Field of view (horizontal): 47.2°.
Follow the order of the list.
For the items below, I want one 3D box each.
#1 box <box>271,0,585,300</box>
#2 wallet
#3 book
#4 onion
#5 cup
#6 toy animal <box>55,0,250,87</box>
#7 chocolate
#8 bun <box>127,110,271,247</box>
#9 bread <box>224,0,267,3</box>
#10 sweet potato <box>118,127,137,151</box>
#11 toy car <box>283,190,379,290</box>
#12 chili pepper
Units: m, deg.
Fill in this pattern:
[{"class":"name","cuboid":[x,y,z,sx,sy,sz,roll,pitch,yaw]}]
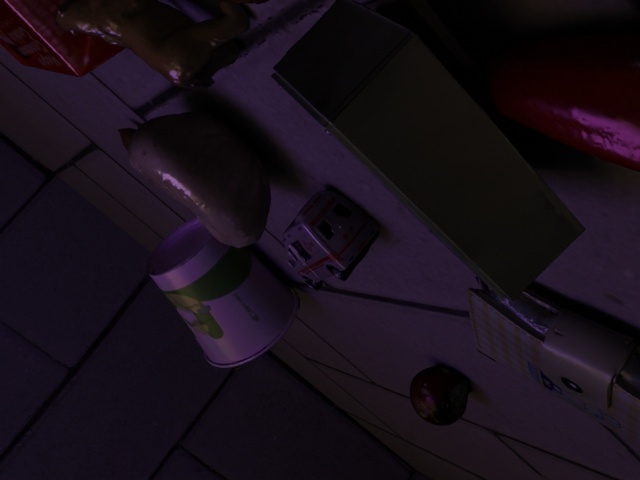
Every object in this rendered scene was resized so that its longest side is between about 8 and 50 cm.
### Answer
[{"class":"box","cuboid":[0.081,-0.066,0.554,0.225,0.086,0.129,40,-172,-33]},{"class":"wallet","cuboid":[0.315,0.154,0.850,0.310,0.077,0.223,29,166,31]},{"class":"book","cuboid":[0.064,-0.158,0.582,0.077,0.014,0.111,43,164,-25]},{"class":"onion","cuboid":[0.223,0.291,1.388,0.119,0.119,0.117,23,127,41]},{"class":"cup","cuboid":[-0.217,0.099,1.584,0.253,0.253,0.274,15,145,55]},{"class":"toy animal","cuboid":[-0.179,-0.224,0.765,0.219,0.101,0.103,33,166,14]},{"class":"chocolate","cuboid":[-0.379,-0.319,0.924,0.238,0.108,0.234,20,159,44]},{"class":"bun","cuboid":[-0.159,-0.098,1.026,0.231,0.133,0.231,37,172,6]},{"class":"bread","cuboid":[-0.048,-0.228,0.495,0.124,0.084,0.344,41,165,-12]},{"class":"sweet potato","cuboid":[-0.281,-0.146,1.309,0.206,0.059,0.068,25,-162,5]},{"class":"toy car","cuboid":[0.000,0.000,1.050,0.108,0.089,0.210,39,163,-6]},{"class":"chili pepper","cuboid":[0.228,-0.059,0.415,0.368,0.091,0.137,36,-175,32]}]
